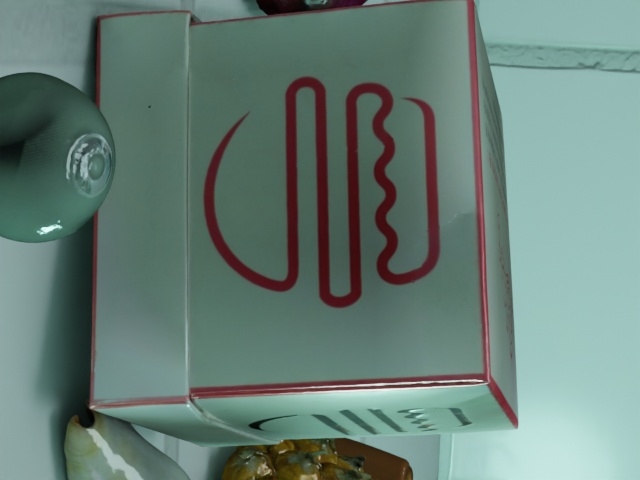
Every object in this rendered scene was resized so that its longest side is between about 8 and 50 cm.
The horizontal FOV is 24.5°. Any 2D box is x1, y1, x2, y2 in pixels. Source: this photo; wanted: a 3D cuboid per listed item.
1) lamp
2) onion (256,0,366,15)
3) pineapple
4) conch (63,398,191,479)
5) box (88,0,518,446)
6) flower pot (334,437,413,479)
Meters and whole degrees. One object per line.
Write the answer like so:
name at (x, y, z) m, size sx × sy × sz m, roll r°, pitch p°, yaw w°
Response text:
lamp at (-0.178, -0.051, 0.908) m, size 0.105 × 0.105 × 0.105 m, roll 4°, pitch 90°, yaw -78°
onion at (0.001, -0.325, 1.550) m, size 0.173 × 0.135 × 0.198 m, roll -53°, pitch 144°, yaw -73°
pineapple at (-0.019, 0.359, 1.527) m, size 0.286 × 0.208 × 0.344 m, roll 31°, pitch 66°, yaw -76°
conch at (-0.164, 0.192, 1.169) m, size 0.176 × 0.094 × 0.104 m, roll 52°, pitch 49°, yaw -30°
box at (0.000, 0.000, 1.205) m, size 0.314 × 0.299 × 0.312 m, roll 49°, pitch 38°, yaw -72°
flower pot at (0.020, 0.319, 1.782) m, size 0.190 × 0.173 × 0.191 m, roll 2°, pitch 90°, yaw -77°
